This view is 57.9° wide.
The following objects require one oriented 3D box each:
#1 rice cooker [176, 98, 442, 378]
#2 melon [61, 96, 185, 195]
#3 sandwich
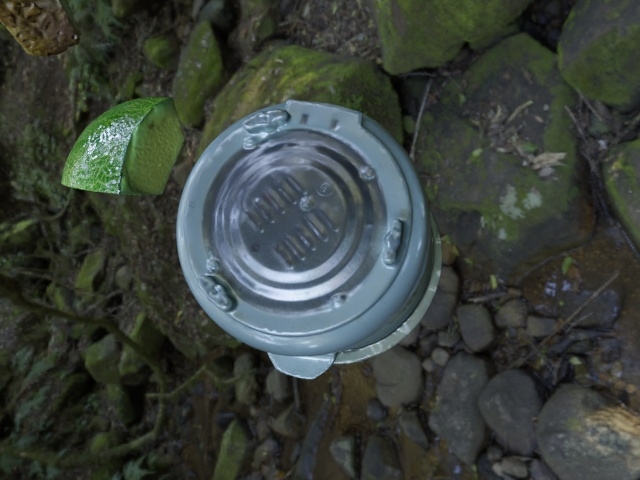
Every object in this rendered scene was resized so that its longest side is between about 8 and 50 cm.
[{"bbox_3d":[0.000,0.000,0.637,0.317,0.265,0.316,10,-90,-77],"label":"rice cooker"},{"bbox_3d":[-0.380,-0.149,1.035,0.324,0.124,0.196,1,59,44],"label":"melon"},{"bbox_3d":[-0.413,-0.397,0.719,0.288,0.100,0.254,137,113,-81],"label":"sandwich"}]
